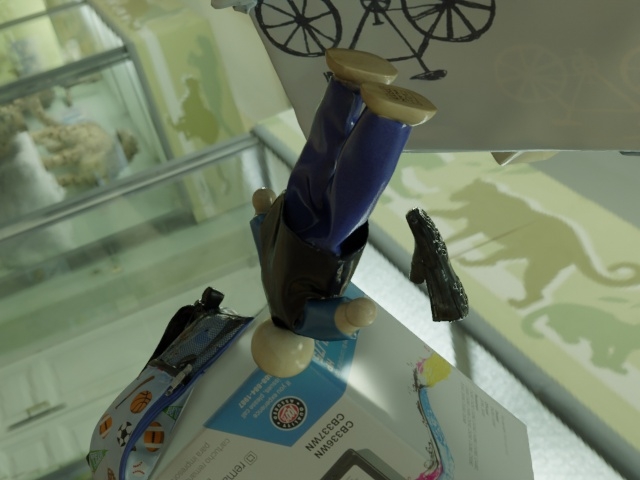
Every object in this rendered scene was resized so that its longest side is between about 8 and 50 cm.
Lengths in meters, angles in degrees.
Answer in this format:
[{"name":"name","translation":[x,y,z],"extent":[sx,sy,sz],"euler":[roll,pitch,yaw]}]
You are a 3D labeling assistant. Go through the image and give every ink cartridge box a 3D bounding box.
[{"name":"ink cartridge box","translation":[0.026,0.193,0.795],"extent":[0.270,0.198,0.197],"euler":[39,20,-7]}]

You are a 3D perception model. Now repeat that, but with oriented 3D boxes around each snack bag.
[{"name":"snack bag","translation":[0.067,-0.167,0.549],"extent":[0.323,0.037,0.342],"euler":[2,-41,27]}]

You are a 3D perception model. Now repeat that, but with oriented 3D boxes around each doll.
[{"name":"doll","translation":[0.000,0.000,0.482],"extent":[0.129,0.046,0.189],"euler":[53,-48,43]}]

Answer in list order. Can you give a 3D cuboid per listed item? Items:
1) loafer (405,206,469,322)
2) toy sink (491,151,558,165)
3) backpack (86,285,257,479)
[{"name":"loafer","translation":[0.186,0.048,1.542],"extent":[0.076,0.078,0.223],"euler":[-76,145,-62]},{"name":"toy sink","translation":[0.241,-0.229,1.070],"extent":[0.153,0.131,0.234],"euler":[-40,-109,39]},{"name":"backpack","translation":[-0.121,0.242,1.050],"extent":[0.276,0.263,0.213],"euler":[57,-20,-20]}]
